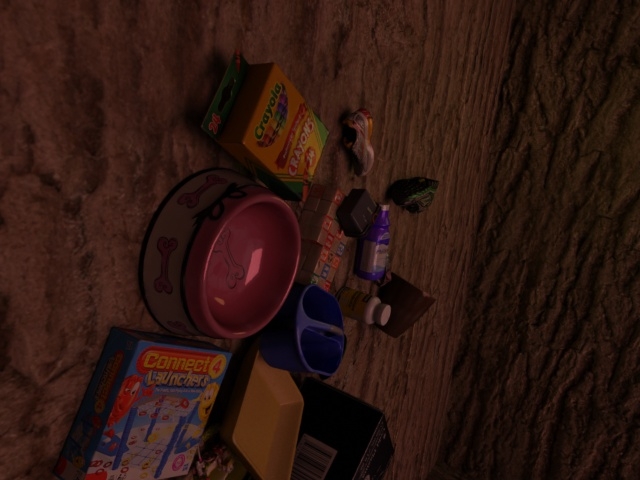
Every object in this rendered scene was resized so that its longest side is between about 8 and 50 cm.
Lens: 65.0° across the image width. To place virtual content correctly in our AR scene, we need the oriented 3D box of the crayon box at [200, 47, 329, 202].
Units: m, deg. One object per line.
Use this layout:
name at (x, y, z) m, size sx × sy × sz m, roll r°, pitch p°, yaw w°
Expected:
crayon box at (-0.107, -0.244, 1.120) m, size 0.318 × 0.081 × 0.202 m, roll 39°, pitch 65°, yaw -54°

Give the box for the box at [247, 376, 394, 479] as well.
box at (0.006, 0.786, 1.651) m, size 0.479 × 0.298 × 0.471 m, roll -58°, pitch 153°, yaw -26°

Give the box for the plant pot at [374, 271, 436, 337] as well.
plant pot at (0.332, 0.285, 2.103) m, size 0.230 × 0.215 × 0.215 m, roll -58°, pitch 149°, yaw 1°

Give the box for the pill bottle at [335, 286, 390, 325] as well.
pill bottle at (0.150, 0.236, 1.776) m, size 0.103 × 0.184 × 0.103 m, roll -32°, pitch 130°, yaw -49°

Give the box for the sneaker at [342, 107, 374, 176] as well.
sneaker at (0.109, -0.301, 1.586) m, size 0.093 × 0.088 × 0.225 m, roll -29°, pitch 130°, yaw -25°

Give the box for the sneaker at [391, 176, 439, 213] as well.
sneaker at (0.388, -0.170, 2.029) m, size 0.344 × 0.134 × 0.146 m, roll -16°, pitch 117°, yaw -56°

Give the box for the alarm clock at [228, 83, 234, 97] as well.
alarm clock at (-0.167, -0.271, 1.158) m, size 0.129 × 0.064 × 0.192 m, roll -54°, pitch 141°, yaw -30°

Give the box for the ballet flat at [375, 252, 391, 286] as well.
ballet flat at (0.232, 0.107, 1.967) m, size 0.079 × 0.077 × 0.221 m, roll -47°, pitch 144°, yaw -27°

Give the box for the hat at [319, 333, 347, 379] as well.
hat at (-0.029, 0.359, 1.699) m, size 0.172 × 0.184 × 0.208 m, roll -61°, pitch -168°, yaw -2°

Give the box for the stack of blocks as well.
stack of blocks at (0.000, 0.000, 1.520) m, size 0.171 × 0.087 × 0.297 m, roll 34°, pitch 74°, yaw -58°

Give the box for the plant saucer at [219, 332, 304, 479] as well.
plant saucer at (-0.160, 0.483, 1.370) m, size 0.332 × 0.081 × 0.332 m, roll -78°, pitch 152°, yaw -51°

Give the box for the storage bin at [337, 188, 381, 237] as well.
storage bin at (0.115, -0.087, 1.498) m, size 0.135 × 0.098 × 0.091 m, roll -58°, pitch 135°, yaw -26°

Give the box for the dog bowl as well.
dog bowl at (-0.200, 0.045, 1.158) m, size 0.408 × 0.150 × 0.407 m, roll -32°, pitch 129°, yaw -50°

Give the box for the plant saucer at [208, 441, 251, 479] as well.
plant saucer at (-0.265, 0.697, 1.451) m, size 0.188 × 0.045 × 0.188 m, roll -60°, pitch 146°, yaw -22°

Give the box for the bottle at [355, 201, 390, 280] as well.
bottle at (0.199, 0.001, 1.839) m, size 0.118 × 0.092 × 0.282 m, roll -10°, pitch 112°, yaw -53°

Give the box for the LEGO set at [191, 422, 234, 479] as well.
LEGO set at (-0.278, 0.573, 1.288) m, size 0.287 × 0.132 × 0.107 m, roll -60°, pitch 149°, yaw -66°

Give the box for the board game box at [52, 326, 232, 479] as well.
board game box at (-0.365, 0.362, 1.096) m, size 0.308 × 0.086 × 0.301 m, roll 30°, pitch 78°, yaw -58°

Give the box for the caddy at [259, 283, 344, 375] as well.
caddy at (-0.028, 0.260, 1.439) m, size 0.341 × 0.179 × 0.241 m, roll 39°, pitch 49°, yaw -59°
